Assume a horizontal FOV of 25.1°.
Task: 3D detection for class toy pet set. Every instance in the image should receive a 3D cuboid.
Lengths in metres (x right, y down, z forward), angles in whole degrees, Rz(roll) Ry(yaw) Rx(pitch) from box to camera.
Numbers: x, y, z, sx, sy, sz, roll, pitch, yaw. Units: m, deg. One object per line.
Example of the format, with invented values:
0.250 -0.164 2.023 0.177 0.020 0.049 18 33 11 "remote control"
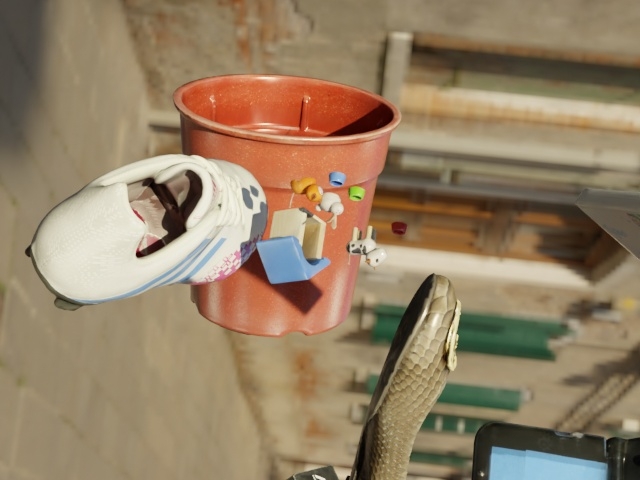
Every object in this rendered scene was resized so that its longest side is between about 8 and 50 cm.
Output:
0.000 0.000 1.283 0.122 0.114 0.065 35 55 -47 "toy pet set"

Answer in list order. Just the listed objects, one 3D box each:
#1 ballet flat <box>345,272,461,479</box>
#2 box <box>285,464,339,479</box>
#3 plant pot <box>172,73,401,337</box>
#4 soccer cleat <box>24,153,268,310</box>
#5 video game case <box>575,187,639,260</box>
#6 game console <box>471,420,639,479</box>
0.055 0.132 0.950 0.084 0.058 0.249 -63 170 -61 "ballet flat"
-0.025 0.271 0.946 0.191 0.045 0.184 -41 -115 35 "box"
-0.050 -0.040 1.746 0.272 0.273 0.265 -78 174 -69 "plant pot"
-0.115 -0.022 1.280 0.116 0.143 0.331 58 31 4 "soccer cleat"
0.272 0.014 1.012 0.019 0.143 0.157 -55 -159 -9 "video game case"
0.300 0.334 1.518 0.250 0.173 0.293 -19 -122 48 "game console"
